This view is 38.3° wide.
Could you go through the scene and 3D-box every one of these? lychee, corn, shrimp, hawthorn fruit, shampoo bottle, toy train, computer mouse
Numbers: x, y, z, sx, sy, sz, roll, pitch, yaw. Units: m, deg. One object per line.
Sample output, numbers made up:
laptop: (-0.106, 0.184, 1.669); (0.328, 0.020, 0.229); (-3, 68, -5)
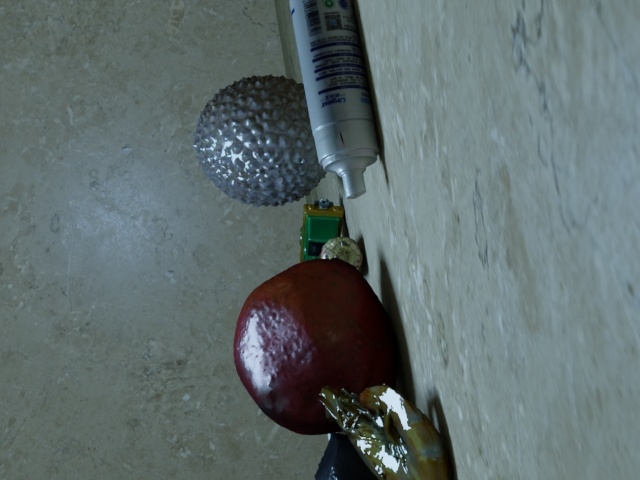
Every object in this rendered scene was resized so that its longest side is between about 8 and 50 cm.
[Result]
lychee: (-0.113, -0.195, 1.904); (0.300, 0.300, 0.300); (171, 90, -87)
corn: (0.039, 0.042, 1.817); (0.253, 0.086, 0.086); (105, 156, -85)
shrimp: (0.076, 0.239, 1.202); (0.287, 0.063, 0.152); (34, 138, 50)
hawthorn fruit: (0.004, 0.191, 1.453); (0.265, 0.265, 0.307); (84, 159, -48)
shampoo bottle: (0.024, -0.207, 1.299); (0.092, 0.092, 0.303); (98, 162, -79)
toy train: (0.000, 0.000, 2.063); (0.227, 0.091, 0.136); (97, 176, -48)
computer mouse: (0.085, 0.355, 1.414); (0.087, 0.168, 0.295); (-59, 1, 6)

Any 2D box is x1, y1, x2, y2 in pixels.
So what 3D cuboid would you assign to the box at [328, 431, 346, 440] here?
box: (0.073, 0.419, 1.977); (0.035, 0.139, 0.245); (-28, 62, 40)
